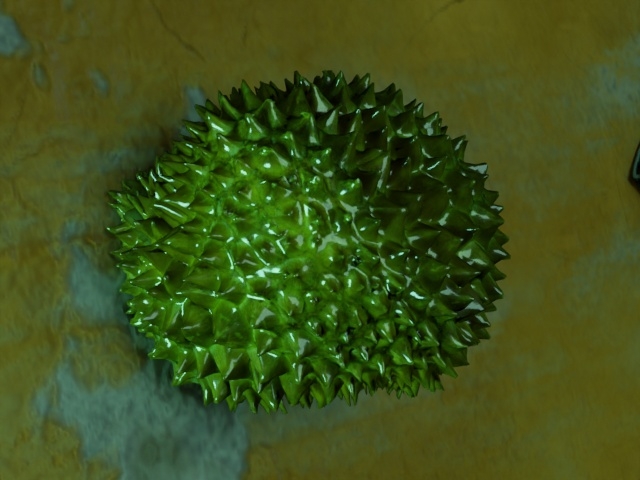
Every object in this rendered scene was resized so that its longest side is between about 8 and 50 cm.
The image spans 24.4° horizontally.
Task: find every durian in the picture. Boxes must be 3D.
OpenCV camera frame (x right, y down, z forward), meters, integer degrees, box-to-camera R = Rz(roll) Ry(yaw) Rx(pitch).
[{"bbox_3d":[0.004,0.000,0.881,0.237,0.176,0.200,7,55,-33],"label":"durian"}]

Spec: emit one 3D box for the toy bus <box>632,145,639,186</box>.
[{"bbox_3d":[0.369,-0.063,1.252,0.103,0.182,0.091,53,47,-33],"label":"toy bus"}]
